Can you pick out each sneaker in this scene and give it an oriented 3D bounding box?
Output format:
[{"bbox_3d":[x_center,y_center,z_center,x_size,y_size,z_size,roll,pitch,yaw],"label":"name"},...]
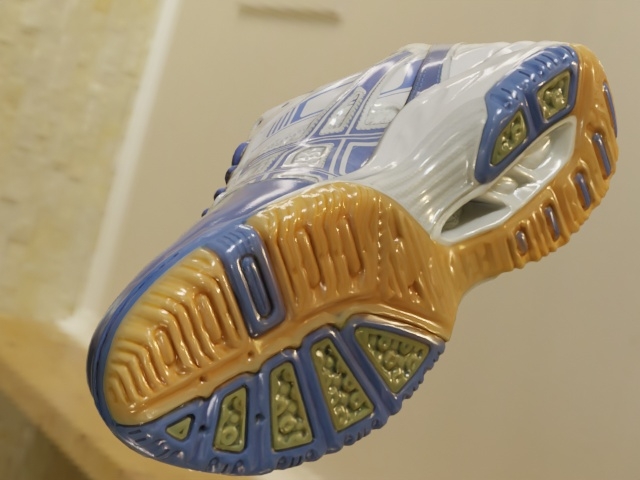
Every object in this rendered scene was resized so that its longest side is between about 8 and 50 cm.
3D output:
[{"bbox_3d":[0.000,0.000,0.774,0.131,0.296,0.112,14,-55,43],"label":"sneaker"}]
